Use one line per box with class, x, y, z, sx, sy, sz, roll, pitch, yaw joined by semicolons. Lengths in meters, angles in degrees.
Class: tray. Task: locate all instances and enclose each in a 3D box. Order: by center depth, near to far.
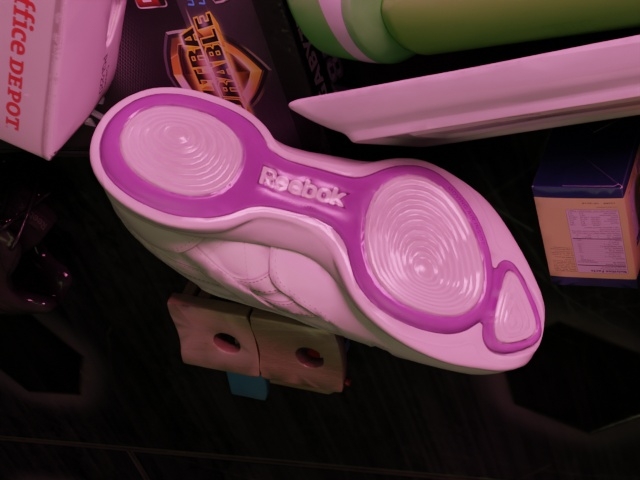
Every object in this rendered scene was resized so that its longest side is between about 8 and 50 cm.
tray;0.130;-0.083;0.744;0.270;0.145;0.030;-6;87;34

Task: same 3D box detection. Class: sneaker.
sneaker;0.000;0.000;0.840;0.305;0.114;0.152;26;160;1
sneaker;-0.277;-0.045;1.010;0.130;0.109;0.286;11;146;24

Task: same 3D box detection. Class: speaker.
speaker;0.130;-0.166;0.666;0.297;0.131;0.131;-3;131;29

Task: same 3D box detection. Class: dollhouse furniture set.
dollhouse furniture set;-0.016;0.077;0.983;0.129;0.129;0.183;9;135;18

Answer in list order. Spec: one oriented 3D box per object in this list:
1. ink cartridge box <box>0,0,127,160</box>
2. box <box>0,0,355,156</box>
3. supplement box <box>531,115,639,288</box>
ink cartridge box;-0.230;-0.165;0.770;0.218;0.092;0.158;22;138;3
box;-0.151;-0.185;0.832;0.293;0.073;0.295;1;132;24
supplement box;0.175;-0.028;0.814;0.056;0.083;0.083;2;133;25
